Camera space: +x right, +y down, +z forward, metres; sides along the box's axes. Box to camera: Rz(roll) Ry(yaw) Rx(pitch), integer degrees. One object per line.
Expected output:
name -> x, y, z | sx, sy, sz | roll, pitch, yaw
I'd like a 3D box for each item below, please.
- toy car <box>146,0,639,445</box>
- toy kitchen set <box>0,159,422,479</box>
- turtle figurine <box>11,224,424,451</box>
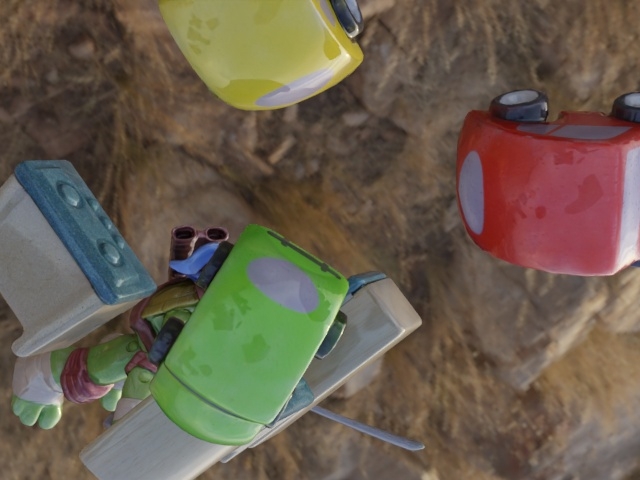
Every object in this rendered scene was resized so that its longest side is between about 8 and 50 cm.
toy car -> 0.000, 0.000, 0.418 | 0.239, 0.053, 0.225 | 31, 114, -3
toy kitchen set -> -0.061, 0.025, 0.610 | 0.122, 0.166, 0.207 | -39, 171, 15
turtle figurine -> -0.114, 0.141, 0.922 | 0.274, 0.266, 0.198 | 58, 46, -22
